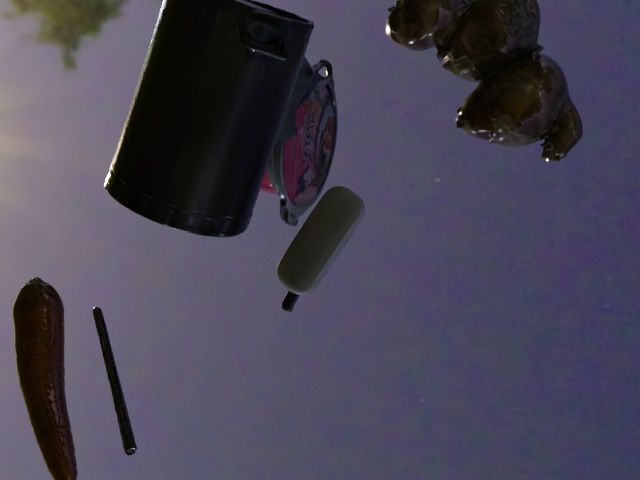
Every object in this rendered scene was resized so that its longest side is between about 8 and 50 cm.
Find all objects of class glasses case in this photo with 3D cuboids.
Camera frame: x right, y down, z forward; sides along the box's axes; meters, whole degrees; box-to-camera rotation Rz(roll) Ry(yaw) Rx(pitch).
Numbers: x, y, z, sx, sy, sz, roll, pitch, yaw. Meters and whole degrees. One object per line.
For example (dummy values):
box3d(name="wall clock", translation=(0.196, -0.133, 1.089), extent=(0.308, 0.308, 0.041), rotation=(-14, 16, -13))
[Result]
box3d(name="glasses case", translation=(0.000, 0.000, 1.473), extent=(0.063, 0.041, 0.164), rotation=(35, -81, 19))

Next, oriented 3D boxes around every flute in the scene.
box3d(name="flute", translation=(-0.219, 0.140, 1.124), extent=(0.014, 0.014, 0.269), rotation=(-67, -154, 19))

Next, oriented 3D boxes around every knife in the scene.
box3d(name="knife", translation=(-0.015, 0.047, 1.907), extent=(0.072, 0.019, 0.245), rotation=(94, 19, -48))

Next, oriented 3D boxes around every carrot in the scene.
box3d(name="carrot", translation=(-0.310, 0.163, 1.206), extent=(0.066, 0.062, 0.271), rotation=(-16, -119, 6))

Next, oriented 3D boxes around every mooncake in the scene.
box3d(name="mooncake", translation=(-0.085, -0.234, 1.706), extent=(0.175, 0.168, 0.104), rotation=(-41, -129, 24))

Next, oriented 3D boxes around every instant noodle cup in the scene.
box3d(name="instant noodle cup", translation=(-0.099, -0.191, 1.941), extent=(0.181, 0.258, 0.302), rotation=(11, -108, 21))

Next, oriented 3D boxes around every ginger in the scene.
box3d(name="ginger", translation=(0.291, -0.287, 1.771), extent=(0.375, 0.256, 0.176), rotation=(57, -21, 4))

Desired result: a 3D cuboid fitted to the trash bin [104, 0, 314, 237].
box3d(name="trash bin", translation=(-0.150, -0.182, 1.425), extent=(0.252, 0.203, 0.302), rotation=(43, -62, 53))
